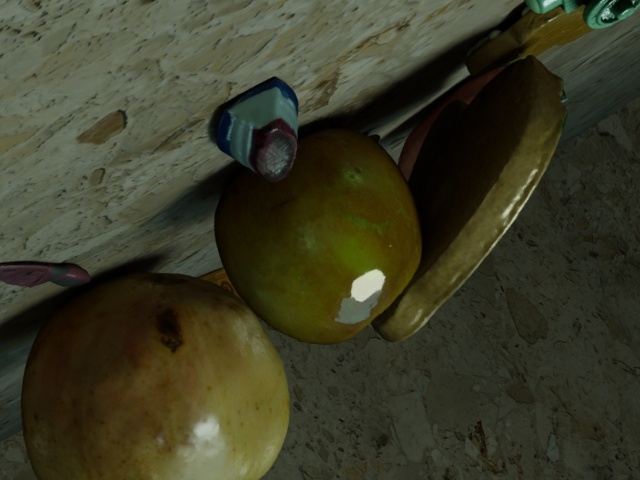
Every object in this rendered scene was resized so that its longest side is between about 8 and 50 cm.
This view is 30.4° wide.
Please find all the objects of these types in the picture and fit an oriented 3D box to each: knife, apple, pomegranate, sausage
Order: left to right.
[{"bbox_3d":[-0.272,0.033,1.147,0.035,0.018,0.247,-27,173,5],"label":"knife"},{"bbox_3d":[-0.195,0.209,1.424,0.342,0.342,0.342,-29,175,-3],"label":"pomegranate"},{"bbox_3d":[0.000,0.000,1.239,0.237,0.207,0.237,-29,178,-1],"label":"apple"},{"bbox_3d":[0.201,-0.126,1.518,0.254,0.148,0.148,-34,173,38],"label":"sausage"}]

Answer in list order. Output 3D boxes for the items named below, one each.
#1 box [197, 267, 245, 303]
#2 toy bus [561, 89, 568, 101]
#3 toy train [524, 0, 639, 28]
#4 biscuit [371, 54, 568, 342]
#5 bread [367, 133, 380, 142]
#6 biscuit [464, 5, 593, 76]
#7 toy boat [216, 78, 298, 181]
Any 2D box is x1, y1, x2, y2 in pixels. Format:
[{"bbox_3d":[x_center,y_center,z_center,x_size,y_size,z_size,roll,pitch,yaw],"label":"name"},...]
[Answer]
[{"bbox_3d":[-0.266,0.139,1.908,0.174,0.076,0.274,-31,175,31],"label":"box"},{"bbox_3d":[0.398,-0.247,2.020,0.031,0.037,0.083,-32,175,30],"label":"toy bus"},{"bbox_3d":[0.252,-0.255,0.844,0.248,0.101,0.159,-30,159,4],"label":"toy train"},{"bbox_3d":[0.155,-0.056,1.307,0.344,0.057,0.287,-55,-163,25],"label":"biscuit"},{"bbox_3d":[0.036,-0.072,1.458,0.109,0.080,0.084,-26,177,-9],"label":"bread"},{"bbox_3d":[0.257,-0.239,1.295,0.158,0.035,0.240,-30,176,39],"label":"biscuit"},{"bbox_3d":[-0.049,-0.089,1.032,0.080,0.046,0.229,-32,174,-5],"label":"toy boat"}]
